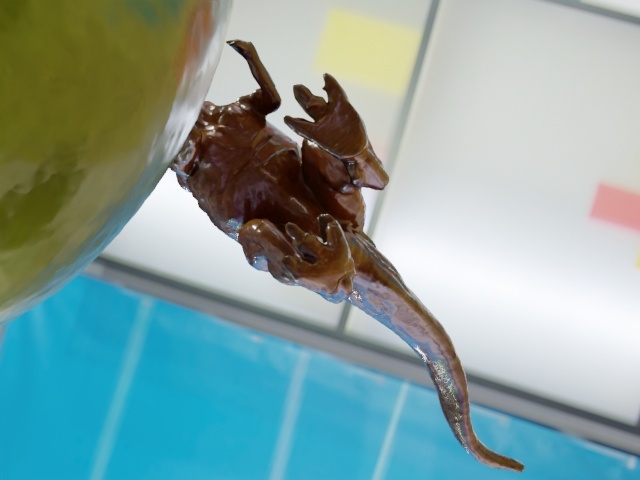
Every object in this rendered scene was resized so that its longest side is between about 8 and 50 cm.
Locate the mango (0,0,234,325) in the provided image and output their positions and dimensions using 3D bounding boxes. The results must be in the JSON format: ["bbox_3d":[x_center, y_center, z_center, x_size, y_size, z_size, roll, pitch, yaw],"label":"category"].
[{"bbox_3d":[-0.106,-0.084,0.435,0.149,0.185,0.273,-44,9,41],"label":"mango"}]

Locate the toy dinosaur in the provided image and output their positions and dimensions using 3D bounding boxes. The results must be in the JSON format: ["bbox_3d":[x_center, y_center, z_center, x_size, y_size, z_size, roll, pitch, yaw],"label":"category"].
[{"bbox_3d":[0.000,0.000,1.021,0.097,0.432,0.208,-39,3,-13],"label":"toy dinosaur"}]
